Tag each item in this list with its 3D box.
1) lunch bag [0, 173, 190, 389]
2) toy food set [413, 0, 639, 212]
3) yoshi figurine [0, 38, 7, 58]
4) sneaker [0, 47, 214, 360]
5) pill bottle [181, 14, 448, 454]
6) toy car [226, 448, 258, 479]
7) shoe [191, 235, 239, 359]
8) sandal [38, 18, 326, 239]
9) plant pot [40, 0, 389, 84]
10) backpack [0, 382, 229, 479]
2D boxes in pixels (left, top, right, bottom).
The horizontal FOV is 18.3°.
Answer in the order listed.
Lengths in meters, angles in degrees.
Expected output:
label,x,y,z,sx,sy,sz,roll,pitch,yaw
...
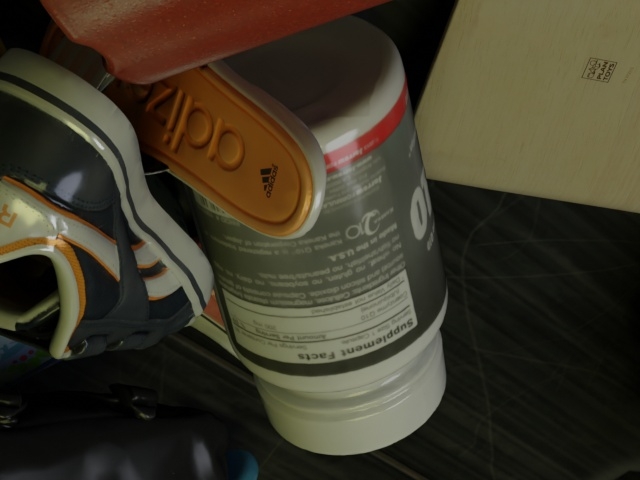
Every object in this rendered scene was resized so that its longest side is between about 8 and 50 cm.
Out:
label,x,y,z,sx,sy,sz,roll,pitch,yaw
lunch bag,-0.209,0.012,1.403,0.219,0.090,0.176,-29,137,14
toy food set,0.185,-0.147,1.372,0.220,0.092,0.306,9,133,-11
yoshi figurine,-0.366,-0.056,1.226,0.362,0.203,0.203,-30,119,-3
sneaker,-0.158,0.010,1.198,0.127,0.126,0.321,-60,160,-15
pill bottle,0.000,0.000,1.366,0.161,0.161,0.283,-15,128,-1
toy car,-0.126,0.214,1.639,0.182,0.159,0.136,3,100,-20
shoe,-0.043,0.045,1.515,0.081,0.063,0.178,-35,133,25
sandal,-0.104,-0.083,1.213,0.076,0.265,0.102,-6,119,-45
plant pot,-0.026,-0.225,1.087,0.265,0.272,0.272,-23,140,20
backpack,-0.278,0.228,1.473,0.290,0.273,0.355,-1,-178,-44
